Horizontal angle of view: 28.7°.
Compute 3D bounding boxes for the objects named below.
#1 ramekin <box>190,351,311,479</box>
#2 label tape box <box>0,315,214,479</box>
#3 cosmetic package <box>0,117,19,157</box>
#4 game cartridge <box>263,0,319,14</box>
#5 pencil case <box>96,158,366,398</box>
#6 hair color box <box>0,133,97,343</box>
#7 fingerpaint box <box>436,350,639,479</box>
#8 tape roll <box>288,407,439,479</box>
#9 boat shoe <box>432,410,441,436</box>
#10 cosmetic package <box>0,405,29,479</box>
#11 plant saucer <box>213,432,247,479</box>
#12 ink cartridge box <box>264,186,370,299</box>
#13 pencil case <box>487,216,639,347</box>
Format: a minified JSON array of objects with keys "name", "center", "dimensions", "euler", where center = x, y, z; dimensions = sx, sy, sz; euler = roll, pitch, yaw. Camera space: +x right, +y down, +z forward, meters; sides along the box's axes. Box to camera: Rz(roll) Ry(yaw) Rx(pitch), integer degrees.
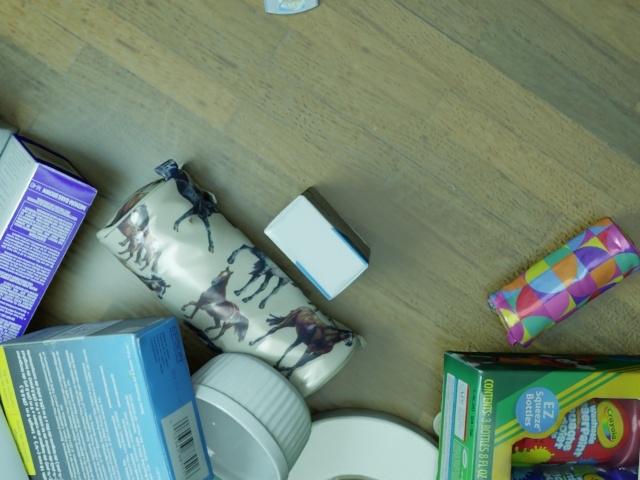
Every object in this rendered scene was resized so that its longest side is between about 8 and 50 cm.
[{"name":"ramekin","center":[-0.109,0.255,1.782],"dimensions":[0.207,0.207,0.109],"euler":[44,57,-2]},{"name":"label tape box","center":[-0.333,0.239,1.727],"dimensions":[0.334,0.106,0.240],"euler":[-7,100,29]},{"name":"cosmetic package","center":[-0.591,-0.161,1.813],"dimensions":[0.225,0.224,0.138],"euler":[29,94,-1]},{"name":"game cartridge","center":[-0.045,-0.370,1.889],"dimensions":[0.083,0.017,0.056],"euler":[-7,98,2]},{"name":"pencil case","center":[-0.126,0.069,1.852],"dimensions":[0.410,0.160,0.183],"euler":[44,67,-2]},{"name":"hair color box","center":[-0.467,0.031,1.836],"dimensions":[0.110,0.185,0.339],"euler":[27,95,-30]},{"name":"fingerpaint box","center":[0.364,0.396,1.826],"dimensions":[0.371,0.163,0.444],"euler":[3,94,-13]},{"name":"tape roll","center":[0.050,0.454,1.924],"dimensions":[0.392,0.072,0.392],"euler":[0,94,1]},{"name":"boat shoe","center":[0.247,0.323,1.914],"dimensions":[0.170,0.059,0.063],"euler":[31,94,-1]},{"name":"cosmetic package","center":[-0.530,0.400,1.740],"dimensions":[0.284,0.097,0.377],"euler":[-19,94,21]},{"name":"plant saucer","center":[-0.170,0.335,1.895],"dimensions":[0.195,0.037,0.195],"euler":[-5,77,23]},{"name":"ink cartridge box","center":[0.000,0.000,1.829],"dimensions":[0.082,0.190,0.139],"euler":[-43,92,5]},{"name":"pencil case","center":[0.365,0.064,1.875],"dimensions":[0.236,0.104,0.104],"euler":[-34,93,6]}]
